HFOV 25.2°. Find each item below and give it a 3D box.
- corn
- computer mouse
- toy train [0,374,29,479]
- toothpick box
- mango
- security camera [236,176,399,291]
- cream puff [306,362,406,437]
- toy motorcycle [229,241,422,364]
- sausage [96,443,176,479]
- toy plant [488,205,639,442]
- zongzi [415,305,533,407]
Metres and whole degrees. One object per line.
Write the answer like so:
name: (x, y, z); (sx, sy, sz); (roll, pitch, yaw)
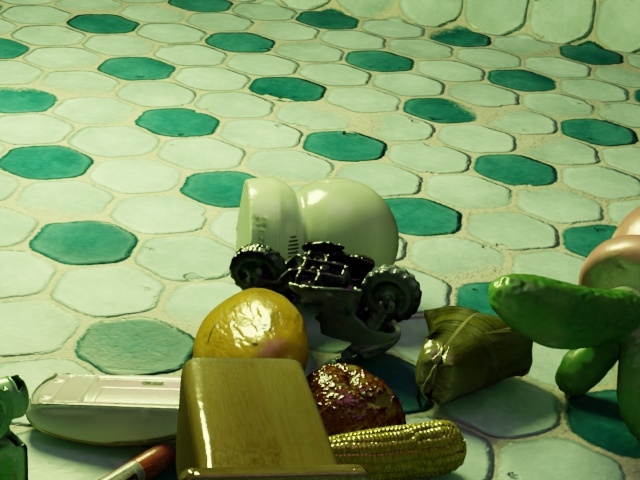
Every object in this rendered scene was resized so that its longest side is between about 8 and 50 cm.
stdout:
corn: (0.078, 0.253, 1.693); (0.203, 0.072, 0.072); (-4, 25, -21)
computer mouse: (-0.234, 0.204, 1.739); (0.245, 0.056, 0.126); (-1, 20, 9)
toy train: (-0.421, 0.222, 1.494); (0.243, 0.188, 0.132); (-10, 24, -35)
toothpick box: (-0.072, 0.256, 1.526); (0.190, 0.188, 0.308); (0, 20, -11)
mango: (-0.098, 0.131, 1.857); (0.157, 0.109, 0.262); (-41, 28, -5)
security camera: (0.000, 0.000, 2.102); (0.236, 0.195, 0.194); (-1, 24, -8)
cream puff: (0.036, 0.205, 1.779); (0.149, 0.084, 0.149); (5, 26, -3)
toy motorcycle: (0.007, 0.085, 1.965); (0.270, 0.159, 0.106); (8, 38, 15)
sausage: (-0.244, 0.281, 1.597); (0.034, 0.034, 0.253); (20, 28, 30)
toy plant: (0.413, 0.081, 1.917); (0.317, 0.210, 0.356); (44, 58, 1)
zongzi: (0.154, 0.143, 1.941); (0.205, 0.094, 0.204); (-17, 28, -41)
